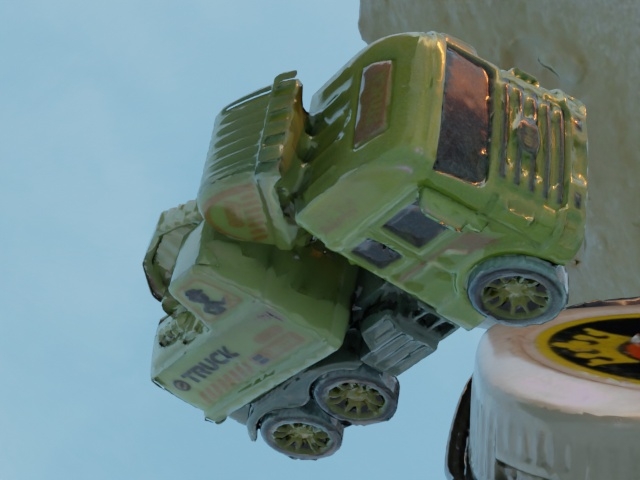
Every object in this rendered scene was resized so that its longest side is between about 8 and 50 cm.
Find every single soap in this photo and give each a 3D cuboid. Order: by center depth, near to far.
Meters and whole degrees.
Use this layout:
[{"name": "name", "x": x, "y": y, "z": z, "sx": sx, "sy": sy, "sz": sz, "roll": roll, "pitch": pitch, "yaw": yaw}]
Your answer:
[{"name": "soap", "x": 0.192, "y": -0.072, "z": 1.132, "sx": 0.156, "sy": 0.335, "sz": 0.293, "roll": -19, "pitch": -74, "yaw": -30}]

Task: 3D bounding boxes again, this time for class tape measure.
[{"name": "tape measure", "x": 0.168, "y": 0.102, "z": 0.749, "sx": 0.231, "sy": 0.271, "sz": 0.133, "roll": 1, "pitch": -78, "yaw": 8}]

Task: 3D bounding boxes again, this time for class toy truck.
[{"name": "toy truck", "x": 0.000, "y": 0.000, "z": 0.576, "sx": 0.116, "sy": 0.191, "sz": 0.085, "roll": 28, "pitch": -131, "yaw": -23}]
